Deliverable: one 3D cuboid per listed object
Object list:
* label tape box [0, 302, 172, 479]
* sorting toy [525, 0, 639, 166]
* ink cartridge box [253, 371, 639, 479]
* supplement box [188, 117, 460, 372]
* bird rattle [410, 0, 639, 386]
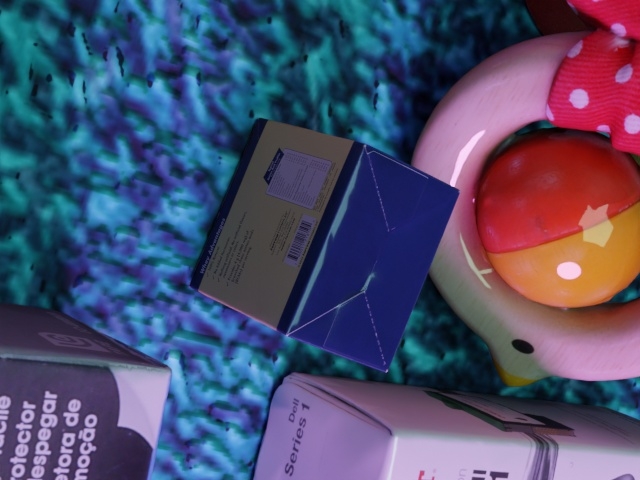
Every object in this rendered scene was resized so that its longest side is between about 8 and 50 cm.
[{"bbox_3d":[-0.240,0.134,0.423,0.347,0.115,0.249,9,94,-36],"label":"label tape box"},{"bbox_3d":[0.232,-0.043,0.686,0.127,0.126,0.366,-40,120,-19],"label":"sorting toy"},{"bbox_3d":[0.074,0.159,0.651,0.219,0.092,0.160,10,96,-35],"label":"ink cartridge box"},{"bbox_3d":[0.000,0.000,0.567,0.056,0.083,0.083,24,88,-35],"label":"supplement box"},{"bbox_3d":[0.130,-0.022,0.583,0.253,0.207,0.143,58,33,-20],"label":"bird rattle"}]
